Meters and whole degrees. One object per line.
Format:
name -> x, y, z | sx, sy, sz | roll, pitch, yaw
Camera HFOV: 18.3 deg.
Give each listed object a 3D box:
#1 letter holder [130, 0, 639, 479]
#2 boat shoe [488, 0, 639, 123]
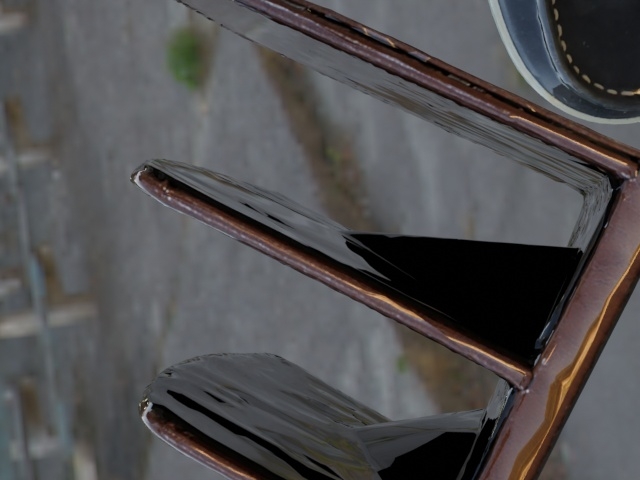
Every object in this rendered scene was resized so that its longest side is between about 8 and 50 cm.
letter holder -> 0.000, 0.000, 0.758 | 0.152, 0.214, 0.302 | -63, -5, 3
boat shoe -> 0.187, -0.250, 0.978 | 0.156, 0.187, 0.500 | -98, 14, -49
